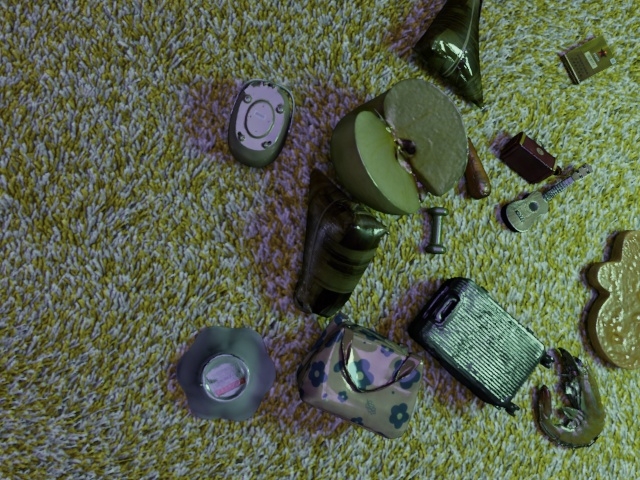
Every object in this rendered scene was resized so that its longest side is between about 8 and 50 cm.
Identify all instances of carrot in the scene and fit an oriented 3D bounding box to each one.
[{"bbox_3d":[0.386,-0.181,1.273,0.055,0.055,0.161,-14,80,-9],"label":"carrot"}]

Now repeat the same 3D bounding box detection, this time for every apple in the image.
[{"bbox_3d":[0.167,-0.203,1.149,0.295,0.233,0.258,-38,107,-10],"label":"apple"}]

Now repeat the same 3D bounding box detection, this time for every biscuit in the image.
[{"bbox_3d":[0.814,0.156,1.305,0.275,0.052,0.355,17,84,-6],"label":"biscuit"}]

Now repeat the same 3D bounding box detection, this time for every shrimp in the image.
[{"bbox_3d":[0.615,0.400,1.258,0.173,0.058,0.253,-22,90,-1],"label":"shrimp"}]

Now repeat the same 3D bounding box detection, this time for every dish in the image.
[{"bbox_3d":[-0.211,0.303,1.126,0.229,0.081,0.229,1,85,-9],"label":"dish"}]

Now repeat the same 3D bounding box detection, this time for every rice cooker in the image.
[{"bbox_3d":[-0.139,-0.272,1.163,0.145,0.127,0.206,16,92,-8],"label":"rice cooker"}]

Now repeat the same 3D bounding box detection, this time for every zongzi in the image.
[{"bbox_3d":[0.000,0.000,1.181,0.134,0.288,0.286,7,121,-38],"label":"zongzi"},{"bbox_3d":[0.382,-0.500,1.283,0.241,0.111,0.248,38,74,-22],"label":"zongzi"}]

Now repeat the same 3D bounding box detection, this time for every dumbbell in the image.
[{"bbox_3d":[0.289,-0.024,1.245,0.052,0.046,0.118,6,85,-3],"label":"dumbbell"}]

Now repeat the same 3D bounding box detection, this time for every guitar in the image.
[{"bbox_3d":[0.588,-0.118,1.299,0.271,0.038,0.084,-34,91,-7],"label":"guitar"}]

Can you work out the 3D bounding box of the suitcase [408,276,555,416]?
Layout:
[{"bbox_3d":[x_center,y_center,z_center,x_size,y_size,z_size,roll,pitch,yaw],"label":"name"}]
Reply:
[{"bbox_3d":[0.373,0.245,1.193,0.312,0.128,0.202,41,81,-3],"label":"suitcase"}]

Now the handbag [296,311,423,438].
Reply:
[{"bbox_3d":[0.092,0.290,1.111,0.251,0.190,0.193,25,94,-8],"label":"handbag"}]

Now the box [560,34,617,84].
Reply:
[{"bbox_3d":[0.724,-0.487,1.360,0.133,0.023,0.090,-29,91,-10],"label":"box"}]

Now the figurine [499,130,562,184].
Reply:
[{"bbox_3d":[0.552,-0.215,1.293,0.154,0.082,0.098,35,62,-4],"label":"figurine"}]
